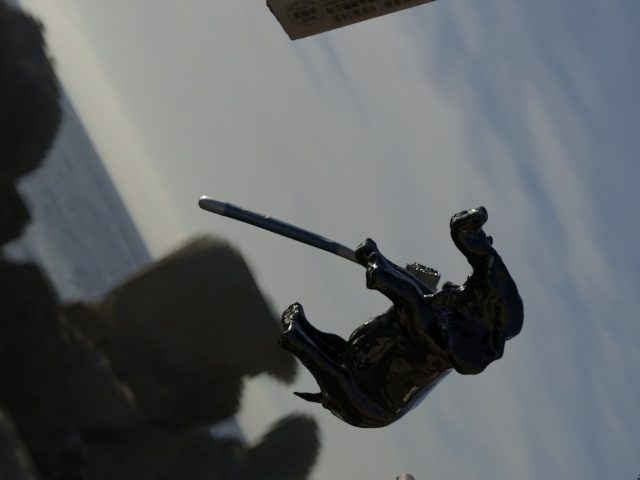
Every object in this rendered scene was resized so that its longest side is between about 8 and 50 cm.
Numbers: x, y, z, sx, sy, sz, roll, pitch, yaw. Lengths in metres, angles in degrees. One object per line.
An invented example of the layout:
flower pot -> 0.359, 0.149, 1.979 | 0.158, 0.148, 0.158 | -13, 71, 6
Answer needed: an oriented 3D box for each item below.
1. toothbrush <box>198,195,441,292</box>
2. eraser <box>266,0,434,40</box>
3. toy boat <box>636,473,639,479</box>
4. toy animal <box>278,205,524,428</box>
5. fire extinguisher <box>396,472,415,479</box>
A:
toothbrush -> 0.000, 0.000, 2.031 | 0.019, 0.275, 0.025 | -75, -174, -66
eraser -> 0.061, -0.271, 1.796 | 0.068, 0.210, 0.124 | 57, 33, -34
toy boat -> 0.323, 0.226, 1.732 | 0.083, 0.038, 0.038 | -2, -63, 61
toy animal -> 0.076, 0.066, 1.635 | 0.146, 0.245, 0.114 | 43, 36, -12
fire extinguisher -> 0.090, 0.256, 1.952 | 0.028, 0.022, 0.083 | 25, 2, 4
